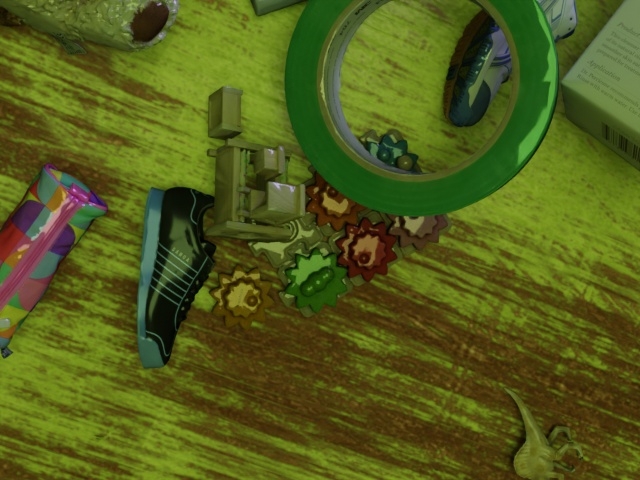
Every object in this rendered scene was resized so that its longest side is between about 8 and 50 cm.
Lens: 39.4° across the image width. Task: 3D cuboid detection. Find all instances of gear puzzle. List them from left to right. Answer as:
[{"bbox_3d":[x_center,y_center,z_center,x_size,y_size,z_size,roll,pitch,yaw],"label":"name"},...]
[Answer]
[{"bbox_3d":[0.000,0.000,1.165,0.339,0.044,0.175,-32,100,-5],"label":"gear puzzle"}]

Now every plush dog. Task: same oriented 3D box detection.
[{"bbox_3d":[-0.292,-0.359,1.031,0.262,0.210,0.225,26,76,-39],"label":"plush dog"}]

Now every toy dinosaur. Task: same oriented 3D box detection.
[{"bbox_3d":[0.311,0.292,1.246,0.092,0.053,0.183,-10,98,-7],"label":"toy dinosaur"}]

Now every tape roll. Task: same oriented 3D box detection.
[{"bbox_3d":[0.119,-0.191,1.069,0.321,0.077,0.321,2,97,17],"label":"tape roll"}]

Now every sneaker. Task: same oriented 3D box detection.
[{"bbox_3d":[-0.178,0.049,1.122,0.090,0.081,0.232,4,95,-3],"label":"sneaker"},{"bbox_3d":[0.263,-0.270,1.146,0.131,0.112,0.297,24,95,-16],"label":"sneaker"}]

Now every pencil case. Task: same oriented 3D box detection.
[{"bbox_3d":[-0.359,0.024,1.082,0.104,0.104,0.236,34,89,-11],"label":"pencil case"}]

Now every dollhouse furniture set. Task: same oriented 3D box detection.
[{"bbox_3d":[-0.056,-0.102,1.074,0.101,0.161,0.182,8,76,-33],"label":"dollhouse furniture set"}]

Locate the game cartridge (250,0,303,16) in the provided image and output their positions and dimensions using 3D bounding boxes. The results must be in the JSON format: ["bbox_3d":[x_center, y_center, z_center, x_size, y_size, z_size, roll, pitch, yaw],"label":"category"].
[{"bbox_3d":[-0.038,-0.450,1.105,0.196,0.060,0.294,-22,100,-10],"label":"game cartridge"}]

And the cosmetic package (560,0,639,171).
[{"bbox_3d":[0.485,-0.257,1.047,0.217,0.156,0.385,41,93,20],"label":"cosmetic package"}]
